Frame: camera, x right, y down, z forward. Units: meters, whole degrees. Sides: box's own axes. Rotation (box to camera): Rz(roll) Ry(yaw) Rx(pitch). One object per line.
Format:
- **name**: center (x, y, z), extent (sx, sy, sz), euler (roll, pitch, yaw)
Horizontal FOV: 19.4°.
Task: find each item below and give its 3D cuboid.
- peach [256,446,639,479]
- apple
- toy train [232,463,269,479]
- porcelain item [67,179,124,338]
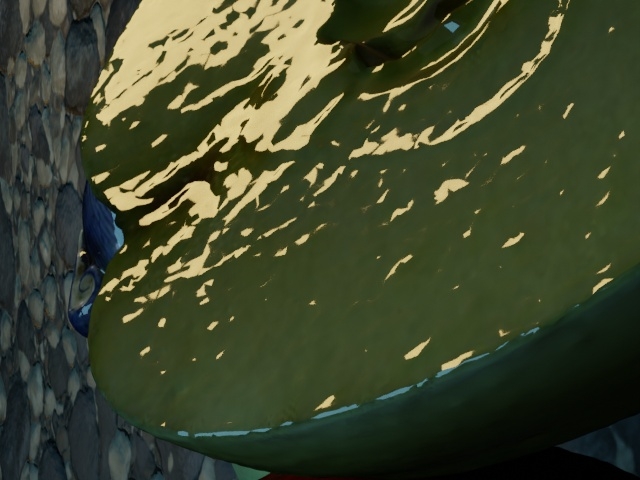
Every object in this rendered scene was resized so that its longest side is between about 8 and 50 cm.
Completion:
- **peach**: center (0.054, 0.257, 0.757), extent (0.406, 0.310, 0.335), euler (38, 121, 44)
- **apple**: center (0.065, -0.077, 0.733), extent (0.360, 0.320, 0.311), euler (-38, 82, 15)
- **toy train**: center (0.018, 0.116, 1.140), extent (0.285, 0.116, 0.177), euler (9, 110, 65)
- **porcelain item**: center (0.000, 0.000, 0.985), extent (0.186, 0.288, 0.138), euler (-72, -32, -52)
